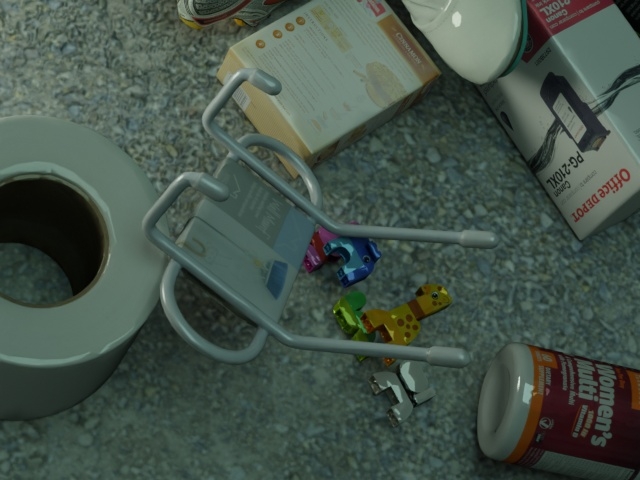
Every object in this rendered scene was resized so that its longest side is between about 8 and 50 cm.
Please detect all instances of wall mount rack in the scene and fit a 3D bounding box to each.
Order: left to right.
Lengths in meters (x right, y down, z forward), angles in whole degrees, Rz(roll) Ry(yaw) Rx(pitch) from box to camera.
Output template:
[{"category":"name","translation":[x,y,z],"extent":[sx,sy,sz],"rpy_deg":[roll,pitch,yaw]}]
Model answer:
[{"category":"wall mount rack","translation":[0.000,0.000,1.747],"extent":[0.304,0.130,0.350],"rpy_deg":[37,34,-10]}]

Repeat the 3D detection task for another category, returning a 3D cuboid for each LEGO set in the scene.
[{"category":"LEGO set","translation":[0.070,0.060,1.889],"extent":[0.093,0.087,0.227],"rpy_deg":[-23,78,-25]}]

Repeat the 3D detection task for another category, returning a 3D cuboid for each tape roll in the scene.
[{"category":"tape roll","translation":[-0.274,0.028,1.743],"extent":[0.246,0.169,0.246],"rpy_deg":[6,67,-15]}]

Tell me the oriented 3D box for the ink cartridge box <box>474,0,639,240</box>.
[{"category":"ink cartridge box","translation":[0.281,-0.142,1.993],"extent":[0.100,0.172,0.237],"rpy_deg":[-29,80,-26]}]

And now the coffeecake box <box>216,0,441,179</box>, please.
[{"category":"coffeecake box","translation":[0.009,-0.175,1.976],"extent":[0.185,0.068,0.142],"rpy_deg":[-33,80,-26]}]

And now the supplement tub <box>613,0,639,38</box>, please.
[{"category":"supplement tub","translation":[0.391,-0.277,2.066],"extent":[0.338,0.207,0.207],"rpy_deg":[38,62,-1]}]

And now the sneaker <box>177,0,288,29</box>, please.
[{"category":"sneaker","translation":[-0.065,-0.281,1.996],"extent":[0.225,0.092,0.088],"rpy_deg":[-16,53,-38]}]

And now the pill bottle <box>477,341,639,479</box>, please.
[{"category":"pill bottle","translation":[0.278,0.182,1.887],"extent":[0.221,0.121,0.121],"rpy_deg":[13,65,-12]}]

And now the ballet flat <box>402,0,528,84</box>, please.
[{"category":"ballet flat","translation":[0.116,-0.325,1.995],"extent":[0.139,0.139,0.400],"rpy_deg":[6,48,-16]}]
